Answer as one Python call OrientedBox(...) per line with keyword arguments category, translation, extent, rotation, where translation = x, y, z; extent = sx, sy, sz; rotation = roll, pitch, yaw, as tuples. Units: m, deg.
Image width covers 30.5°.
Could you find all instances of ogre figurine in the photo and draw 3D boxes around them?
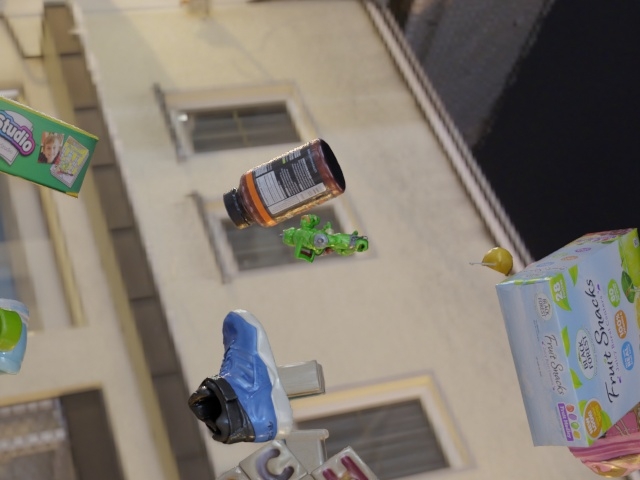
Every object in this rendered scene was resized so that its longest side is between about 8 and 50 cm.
OrientedBox(category="ogre figurine", translation=(0.000, 0.000, 2.460), extent=(0.197, 0.118, 0.097), rotation=(35, -69, 47))

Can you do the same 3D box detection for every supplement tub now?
OrientedBox(category="supplement tub", translation=(-0.064, -0.089, 1.987), extent=(0.106, 0.197, 0.106), rotation=(59, 15, -27))

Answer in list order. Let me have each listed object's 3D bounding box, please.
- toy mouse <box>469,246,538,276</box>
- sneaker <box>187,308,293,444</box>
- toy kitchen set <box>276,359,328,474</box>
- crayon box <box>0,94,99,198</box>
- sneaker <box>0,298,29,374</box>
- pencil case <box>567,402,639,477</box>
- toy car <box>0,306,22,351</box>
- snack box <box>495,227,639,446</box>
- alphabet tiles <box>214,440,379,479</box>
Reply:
OrientedBox(category="toy mouse", translation=(0.275, 0.046, 1.476), extent=(0.143, 0.161, 0.031), rotation=(26, -82, 20))
OrientedBox(category="sneaker", translation=(-0.089, 0.129, 1.121), extent=(0.058, 0.084, 0.152), rotation=(112, -36, -44))
OrientedBox(category="toy kitchen set", translation=(-0.048, 0.257, 1.602), extent=(0.207, 0.122, 0.166), rotation=(70, 11, -81))
OrientedBox(category="crayon box", translation=(-0.544, -0.187, 1.629), extent=(0.313, 0.363, 0.106), rotation=(23, -89, 36))
OrientedBox(category="sneaker", translation=(-0.652, 0.214, 1.988), extent=(0.365, 0.135, 0.150), rotation=(-21, -122, 26))
OrientedBox(category="pencil case", translation=(0.427, 0.185, 1.357), extent=(0.386, 0.167, 0.160), rotation=(144, -50, -66))
OrientedBox(category="toy car", translation=(-0.469, 0.125, 1.353), extent=(0.149, 0.155, 0.188), rotation=(44, -72, 38))
OrientedBox(category="snack box", translation=(0.278, 0.097, 1.222), extent=(0.070, 0.207, 0.175), rotation=(-8, -80, 42))
OrientedBox(category="alphabet tiles", translation=(-0.011, 0.372, 1.209), extent=(0.342, 0.285, 0.011), rotation=(47, -24, 28))
